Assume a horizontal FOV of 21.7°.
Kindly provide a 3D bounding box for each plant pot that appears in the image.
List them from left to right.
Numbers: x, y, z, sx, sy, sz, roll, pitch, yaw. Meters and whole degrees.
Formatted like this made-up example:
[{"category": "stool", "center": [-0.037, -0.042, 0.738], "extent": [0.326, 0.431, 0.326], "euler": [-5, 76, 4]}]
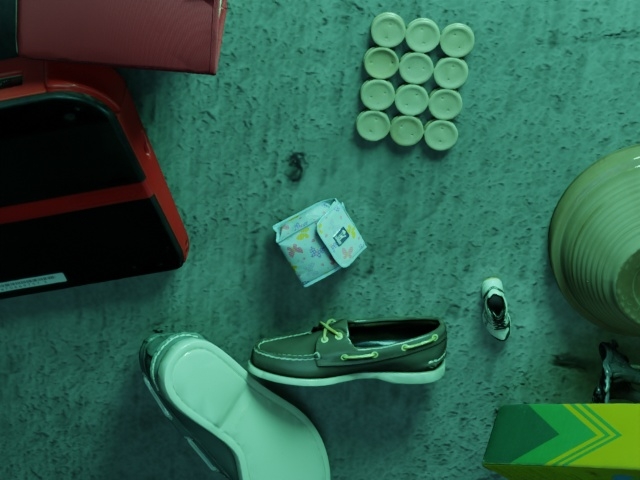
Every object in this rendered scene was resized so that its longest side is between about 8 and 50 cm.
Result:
[{"category": "plant pot", "center": [0.372, 0.021, 1.818], "extent": [0.237, 0.110, 0.237], "euler": [-1, 119, -1]}]

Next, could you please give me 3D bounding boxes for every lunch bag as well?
[{"category": "lunch bag", "center": [0.000, 0.000, 1.839], "extent": [0.083, 0.053, 0.071], "euler": [-28, 117, 4]}]

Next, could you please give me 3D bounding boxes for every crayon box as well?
[{"category": "crayon box", "center": [0.360, 0.253, 1.836], "extent": [0.202, 0.081, 0.318], "euler": [31, 158, -30]}]

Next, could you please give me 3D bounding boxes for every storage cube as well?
[{"category": "storage cube", "center": [-0.184, -0.283, 1.607], "extent": [0.193, 0.183, 0.215], "euler": [5, 119, -2]}]

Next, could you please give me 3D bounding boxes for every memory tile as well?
[{"category": "memory tile", "center": [0.099, -0.168, 1.768], "extent": [0.113, 0.012, 0.148], "euler": [7, 119, -3]}]

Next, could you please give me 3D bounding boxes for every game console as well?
[{"category": "game console", "center": [-0.360, -0.050, 1.754], "extent": [0.386, 0.060, 0.342], "euler": [-9, 145, 7]}]

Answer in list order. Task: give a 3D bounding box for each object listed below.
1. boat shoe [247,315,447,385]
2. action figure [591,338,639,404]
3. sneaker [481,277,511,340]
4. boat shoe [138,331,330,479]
[{"category": "boat shoe", "center": [0.031, 0.119, 1.892], "extent": [0.228, 0.081, 0.068], "euler": [-1, 116, -8]}, {"category": "action figure", "center": [0.450, 0.181, 1.880], "extent": [0.276, 0.141, 0.164], "euler": [2, 157, 3]}, {"category": "sneaker", "center": [0.199, 0.085, 1.893], "extent": [0.032, 0.037, 0.083], "euler": [-14, 120, 5]}, {"category": "boat shoe", "center": [-0.099, 0.215, 1.948], "extent": [0.116, 0.099, 0.319], "euler": [-51, 126, -16]}]
